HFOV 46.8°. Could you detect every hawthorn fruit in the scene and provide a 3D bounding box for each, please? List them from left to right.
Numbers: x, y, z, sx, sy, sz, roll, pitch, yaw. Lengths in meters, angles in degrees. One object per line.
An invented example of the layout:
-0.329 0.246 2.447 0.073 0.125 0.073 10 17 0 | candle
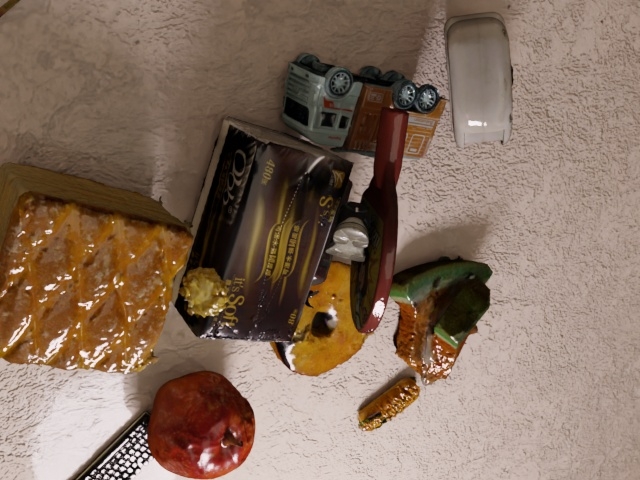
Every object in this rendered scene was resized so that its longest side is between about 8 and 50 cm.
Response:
-0.205 0.361 1.396 0.208 0.243 0.207 -5 98 -38 | hawthorn fruit

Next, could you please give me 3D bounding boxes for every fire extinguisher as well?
0.000 0.000 1.412 0.072 0.089 0.267 23 75 -30 | fire extinguisher

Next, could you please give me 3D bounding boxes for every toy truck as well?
0.076 -0.241 1.383 0.306 0.136 0.162 2 112 -34 | toy truck

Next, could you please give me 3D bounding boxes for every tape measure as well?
0.312 -0.303 1.439 0.130 0.265 0.258 -4 114 8 | tape measure

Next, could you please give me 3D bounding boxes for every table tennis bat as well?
0.104 -0.031 1.336 0.051 0.268 0.414 6 106 -8 | table tennis bat

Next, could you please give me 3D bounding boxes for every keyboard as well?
-0.426 0.477 1.456 0.317 0.027 0.106 -45 126 -8 | keyboard

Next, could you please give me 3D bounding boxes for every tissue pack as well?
-0.120 -0.011 1.323 0.210 0.198 0.369 8 106 -39 | tissue pack

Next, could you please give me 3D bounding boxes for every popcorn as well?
-0.188 0.085 1.190 0.082 0.057 0.083 34 101 2 | popcorn

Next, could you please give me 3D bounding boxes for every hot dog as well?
0.169 0.394 1.767 0.188 0.055 0.072 -34 123 -14 | hot dog

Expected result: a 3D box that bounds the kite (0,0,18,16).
-0.425 -0.428 1.071 0.285 0.015 0.152 -45 124 -10 | kite

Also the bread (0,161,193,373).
-0.391 0.046 1.178 0.279 0.207 0.278 10 106 -35 | bread

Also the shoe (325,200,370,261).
0.056 -0.026 1.298 0.071 0.169 0.099 13 71 -1 | shoe

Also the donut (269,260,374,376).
-0.005 0.153 1.517 0.254 0.118 0.253 -13 118 -25 | donut

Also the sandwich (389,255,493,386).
0.274 0.195 1.680 0.251 0.162 0.300 -2 109 -26 | sandwich
